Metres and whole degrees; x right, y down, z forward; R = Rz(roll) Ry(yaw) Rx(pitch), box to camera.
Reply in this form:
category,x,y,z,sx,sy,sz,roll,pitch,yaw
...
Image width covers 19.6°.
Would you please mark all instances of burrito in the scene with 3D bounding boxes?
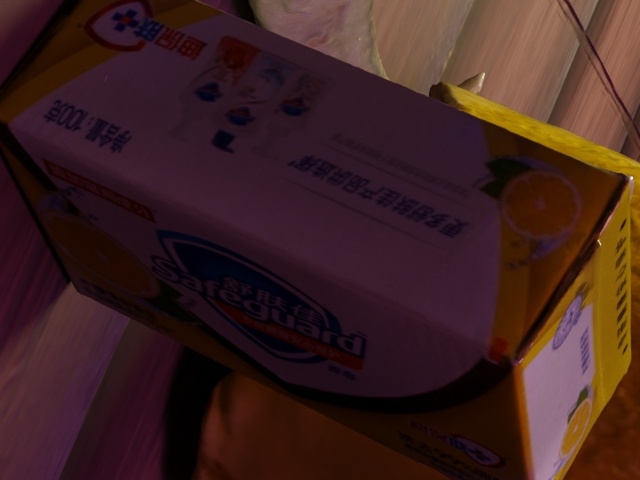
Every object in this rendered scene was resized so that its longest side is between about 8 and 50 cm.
category,x,y,z,sx,sy,sz,roll,pitch,yaw
burrito,0.000,-0.132,0.990,0.082,0.059,0.275,-54,158,-16

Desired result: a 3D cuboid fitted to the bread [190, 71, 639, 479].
category,x,y,z,sx,sy,sz,roll,pitch,yaw
bread,0.155,0.074,1.126,0.361,0.394,0.250,-51,151,-36

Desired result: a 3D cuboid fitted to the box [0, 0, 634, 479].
category,x,y,z,sx,sy,sz,roll,pitch,yaw
box,0.000,0.000,0.818,0.097,0.265,0.168,-57,158,-22
